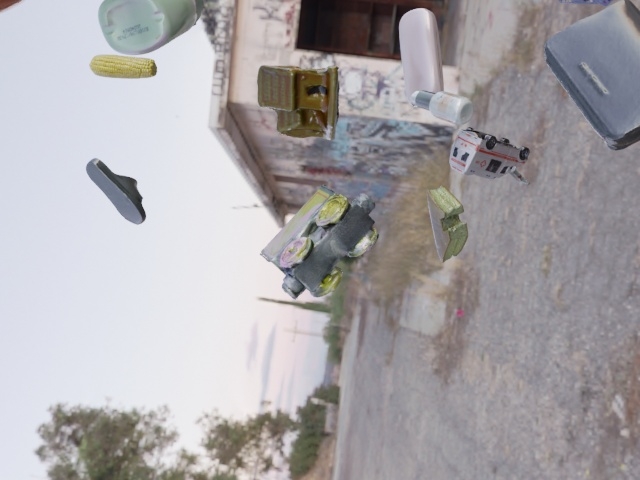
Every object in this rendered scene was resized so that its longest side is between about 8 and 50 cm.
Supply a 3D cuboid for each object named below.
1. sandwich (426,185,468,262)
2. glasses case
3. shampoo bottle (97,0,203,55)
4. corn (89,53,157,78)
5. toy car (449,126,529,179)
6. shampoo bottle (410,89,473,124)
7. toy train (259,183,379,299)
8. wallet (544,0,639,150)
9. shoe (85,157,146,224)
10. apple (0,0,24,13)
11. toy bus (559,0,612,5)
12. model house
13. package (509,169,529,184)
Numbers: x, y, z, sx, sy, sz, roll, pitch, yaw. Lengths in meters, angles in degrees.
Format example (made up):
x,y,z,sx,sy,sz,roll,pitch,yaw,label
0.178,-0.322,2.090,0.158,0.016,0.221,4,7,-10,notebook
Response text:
x,y,z,sx,sy,sz,roll,pitch,yaw,label
0.413,-0.055,2.324,0.088,0.090,0.244,-4,101,65,sandwich
0.304,-0.548,2.183,0.075,0.113,0.296,-8,-88,-59,glasses case
-0.394,-0.567,1.779,0.349,0.222,0.151,-69,-37,-62,shampoo bottle
-0.552,-0.485,2.021,0.067,0.206,0.067,6,-90,-75,corn
0.412,-0.202,1.758,0.089,0.210,0.108,36,112,49,toy car
0.316,-0.361,1.916,0.074,0.192,0.074,-20,-56,-32,shampoo bottle
0.000,0.000,1.523,0.261,0.134,0.177,-47,30,-5,toy train
0.411,-0.228,0.985,0.044,0.149,0.250,49,-160,-47,wallet
-0.599,-0.164,2.200,0.093,0.241,0.108,-47,7,-39,shoe
-0.617,-0.504,1.329,0.199,0.199,0.199,8,-90,-85,apple
0.794,-0.764,2.117,0.133,0.125,0.292,-56,25,5,toy bus
-0.064,-0.399,2.081,0.173,0.239,0.268,-89,1,-57,model house
0.564,-0.189,2.087,0.110,0.037,0.015,30,-98,-43,package
